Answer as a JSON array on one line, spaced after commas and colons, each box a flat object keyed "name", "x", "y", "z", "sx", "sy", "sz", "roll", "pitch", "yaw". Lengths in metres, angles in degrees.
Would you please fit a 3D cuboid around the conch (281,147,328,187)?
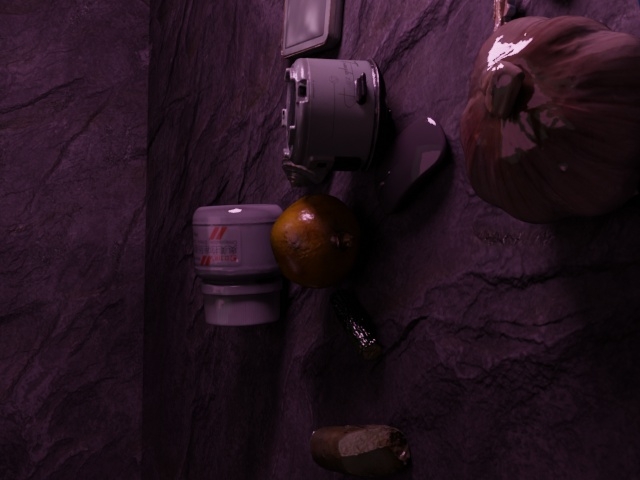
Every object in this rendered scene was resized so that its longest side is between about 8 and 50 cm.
[{"name": "conch", "x": -0.033, "y": -0.201, "z": 1.777, "sx": 0.135, "sy": 0.102, "sz": 0.153, "roll": 27, "pitch": 111, "yaw": 42}]

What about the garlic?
[{"name": "garlic", "x": 0.332, "y": -0.171, "z": 1.041, "sx": 0.322, "sy": 0.240, "sz": 0.322, "roll": 168, "pitch": 90, "yaw": -76}]

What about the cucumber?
[{"name": "cucumber", "x": 0.074, "y": 0.181, "z": 1.588, "sx": 0.187, "sy": 0.058, "sz": 0.058, "roll": 57, "pitch": 134, "yaw": 45}]

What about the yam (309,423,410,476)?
[{"name": "yam", "x": 0.077, "y": 0.441, "z": 1.521, "sx": 0.259, "sy": 0.106, "sz": 0.106, "roll": -25, "pitch": 66, "yaw": 58}]

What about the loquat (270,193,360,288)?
[{"name": "loquat", "x": 0.000, "y": 0.000, "z": 1.600, "sx": 0.246, "sy": 0.213, "sz": 0.214, "roll": -2, "pitch": 85, "yaw": 59}]

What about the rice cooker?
[{"name": "rice cooker", "x": 0.038, "y": -0.266, "z": 1.533, "sx": 0.280, "sy": 0.226, "sz": 0.241, "roll": 117, "pitch": 152, "yaw": -70}]

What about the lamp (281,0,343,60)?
[{"name": "lamp", "x": -0.023, "y": -0.612, "z": 1.847, "sx": 0.266, "sy": 0.047, "sz": 0.269, "roll": 8, "pitch": 94, "yaw": 59}]

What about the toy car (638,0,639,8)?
[{"name": "toy car", "x": 0.465, "y": -0.391, "z": 0.877, "sx": 0.198, "sy": 0.165, "sz": 0.314, "roll": -15, "pitch": 73, "yaw": 55}]

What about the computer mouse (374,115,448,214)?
[{"name": "computer mouse", "x": 0.172, "y": -0.149, "z": 1.455, "sx": 0.232, "sy": 0.057, "sz": 0.120, "roll": -49, "pitch": 46, "yaw": 46}]

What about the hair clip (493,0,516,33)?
[{"name": "hair clip", "x": 0.312, "y": -0.338, "z": 1.246, "sx": 0.062, "sy": 0.056, "sz": 0.214, "roll": -176, "pitch": 98, "yaw": -76}]

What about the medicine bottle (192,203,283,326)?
[{"name": "medicine bottle", "x": -0.210, "y": 0.060, "z": 1.905, "sx": 0.245, "sy": 0.245, "sz": 0.307, "roll": 4, "pitch": 98, "yaw": 60}]
